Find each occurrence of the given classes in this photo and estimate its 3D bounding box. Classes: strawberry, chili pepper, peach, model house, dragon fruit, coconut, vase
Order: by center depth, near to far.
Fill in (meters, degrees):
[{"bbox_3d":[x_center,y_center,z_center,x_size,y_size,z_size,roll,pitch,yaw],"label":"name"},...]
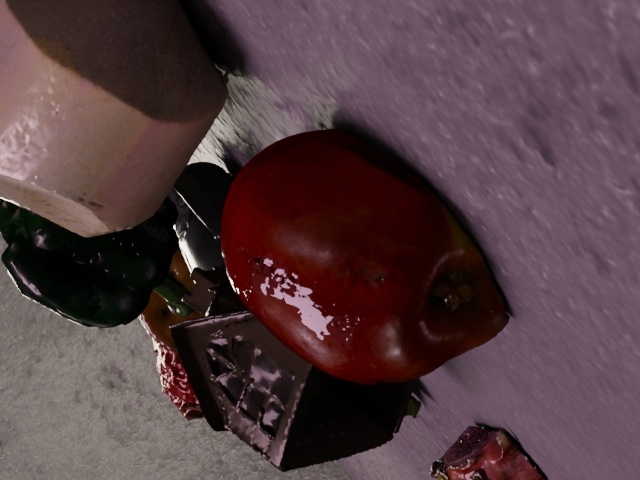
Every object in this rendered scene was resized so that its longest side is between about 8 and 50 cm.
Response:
[{"bbox_3d":[0.000,-0.003,0.837,0.267,0.158,0.154,44,162,40],"label":"peach"},{"bbox_3d":[-0.212,-0.146,1.009,0.239,0.244,0.239,28,-151,-17],"label":"coconut"},{"bbox_3d":[-0.038,0.076,1.074,0.243,0.204,0.211,31,-159,34],"label":"model house"},{"bbox_3d":[0.172,0.260,1.139,0.102,0.096,0.147,55,167,-3],"label":"dragon fruit"},{"bbox_3d":[-0.227,0.009,1.184,0.261,0.165,0.174,24,-164,-32],"label":"chili pepper"},{"bbox_3d":[-0.111,-0.006,1.301,0.251,0.156,0.301,52,177,-35],"label":"vase"},{"bbox_3d":[-0.214,0.173,2.082,0.343,0.292,0.292,63,173,17],"label":"strawberry"}]

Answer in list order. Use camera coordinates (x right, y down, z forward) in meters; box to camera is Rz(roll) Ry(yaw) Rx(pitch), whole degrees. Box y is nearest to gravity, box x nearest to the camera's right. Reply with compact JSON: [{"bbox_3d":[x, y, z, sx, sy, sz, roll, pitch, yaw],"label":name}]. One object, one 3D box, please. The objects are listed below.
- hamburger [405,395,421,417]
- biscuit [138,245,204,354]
[{"bbox_3d":[0.047,0.171,1.358,0.189,0.093,0.164,37,163,44],"label":"hamburger"},{"bbox_3d":[-0.214,0.096,1.854,0.220,0.220,0.066,53,173,-12],"label":"biscuit"}]
